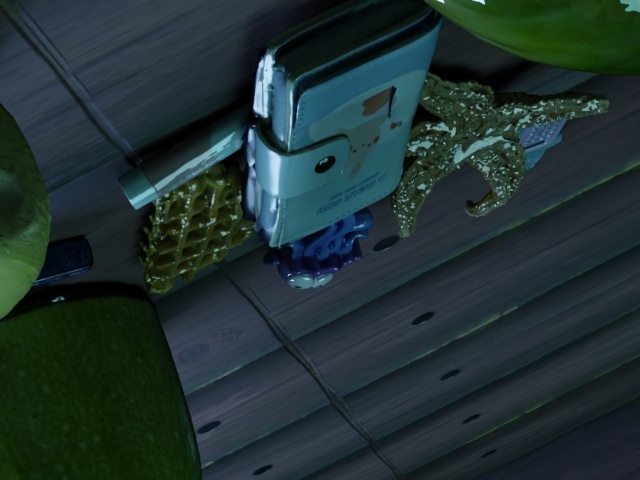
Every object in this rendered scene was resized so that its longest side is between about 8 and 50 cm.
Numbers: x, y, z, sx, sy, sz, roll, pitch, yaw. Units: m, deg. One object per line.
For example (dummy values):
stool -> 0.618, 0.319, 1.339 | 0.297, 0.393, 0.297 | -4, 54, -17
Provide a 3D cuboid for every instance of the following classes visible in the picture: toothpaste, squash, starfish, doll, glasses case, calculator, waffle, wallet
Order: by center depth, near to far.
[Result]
wallet -> 0.016, -0.107, 1.393 | 0.176, 0.075, 0.250 | -29, 154, -23
toothpaste -> -0.086, -0.093, 1.408 | 0.205, 0.036, 0.056 | -30, 161, -3
glasses case -> -0.255, 0.023, 1.478 | 0.083, 0.033, 0.023 | -16, 167, -25
waffle -> -0.133, -0.015, 1.514 | 0.161, 0.046, 0.192 | -31, 157, 9
starfish -> 0.128, -0.104, 1.594 | 0.299, 0.060, 0.302 | -31, 148, 33
squash -> -0.260, 0.252, 1.624 | 0.310, 0.309, 0.310 | -21, 158, -9
doll -> 0.000, 0.000, 1.663 | 0.110, 0.067, 0.206 | -4, 154, -18
calculator -> 0.237, -0.113, 1.747 | 0.094, 0.019, 0.141 | -20, 158, -22

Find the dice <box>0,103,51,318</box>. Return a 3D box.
dice -> -0.312, -0.018, 1.134 | 0.166, 0.169, 0.169 | 1, 146, -48

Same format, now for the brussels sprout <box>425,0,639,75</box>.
brussels sprout -> 0.164, -0.248, 1.005 | 0.355, 0.289, 0.281 | 1, 134, -27
